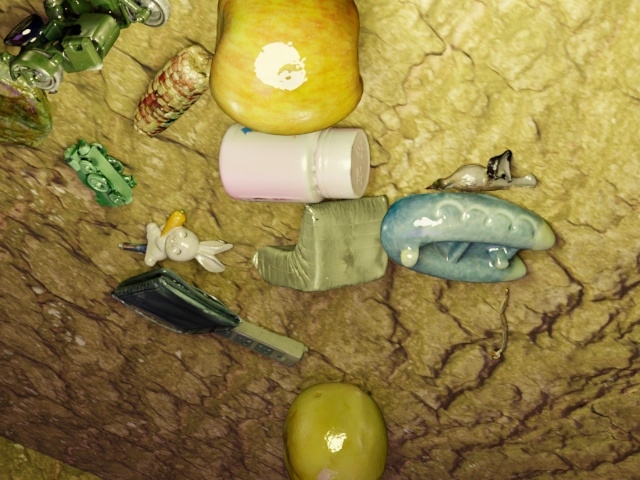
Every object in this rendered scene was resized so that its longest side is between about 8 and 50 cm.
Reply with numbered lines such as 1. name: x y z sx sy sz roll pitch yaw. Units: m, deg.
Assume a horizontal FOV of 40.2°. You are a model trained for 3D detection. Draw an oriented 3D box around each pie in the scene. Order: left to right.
1. pie: -0.663 -0.275 1.745 0.277 0.078 0.277 12 143 9

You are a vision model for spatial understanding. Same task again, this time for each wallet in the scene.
1. wallet: -0.352 0.151 2.141 0.237 0.075 0.342 35 155 -22

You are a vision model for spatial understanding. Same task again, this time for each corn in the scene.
1. corn: -0.273 -0.266 1.598 0.086 0.086 0.253 32 144 -20

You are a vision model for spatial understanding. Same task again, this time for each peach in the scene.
1. peach: 0.041 0.552 2.369 0.281 0.315 0.314 6 138 -12

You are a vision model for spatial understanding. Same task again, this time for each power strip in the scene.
1. power strip: -0.172 0.250 2.270 0.286 0.048 0.080 26 142 -10

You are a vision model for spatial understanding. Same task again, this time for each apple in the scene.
1. apple: -0.045 -0.289 1.341 0.264 0.264 0.264 11 144 8

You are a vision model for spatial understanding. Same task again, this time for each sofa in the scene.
1. sofa: 0.000 0.000 1.767 0.210 0.176 0.225 -8 -172 -33

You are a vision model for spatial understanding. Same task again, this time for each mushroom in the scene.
1. mushroom: 0.412 0.191 1.980 0.026 0.028 0.286 49 157 32

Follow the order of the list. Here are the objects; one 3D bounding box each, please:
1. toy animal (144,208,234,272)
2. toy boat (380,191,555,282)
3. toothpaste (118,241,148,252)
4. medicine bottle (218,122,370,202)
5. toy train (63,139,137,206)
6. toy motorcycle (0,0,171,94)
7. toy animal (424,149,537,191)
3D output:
1. toy animal: -0.301 0.002 1.976 0.182 0.131 0.127 4 175 28
2. toy boat: 0.275 0.015 1.681 0.330 0.123 0.215 14 147 -14
3. toothpaste: -0.443 0.016 2.090 0.083 0.019 0.027 7 119 12
4. medicine bottle: -0.046 -0.143 1.611 0.254 0.152 0.152 3 142 17
5. toy train: -0.469 -0.141 1.855 0.104 0.071 0.178 4 145 35
6. toy motorcycle: -0.393 -0.349 1.438 0.275 0.205 0.127 -3 139 33
7. toy animal: 0.281 -0.110 1.595 0.202 0.070 0.105 -10 152 28
